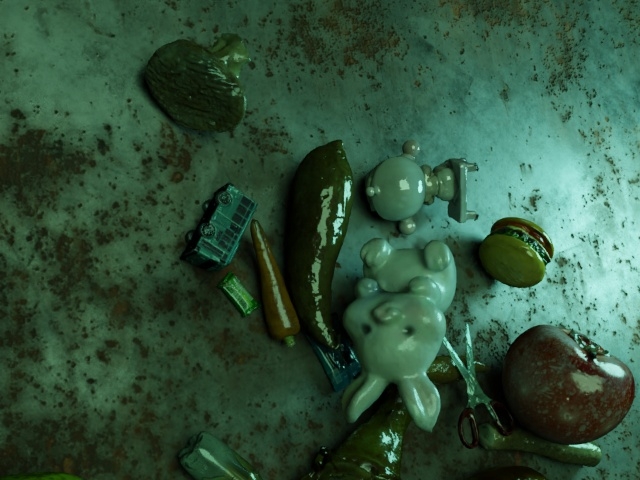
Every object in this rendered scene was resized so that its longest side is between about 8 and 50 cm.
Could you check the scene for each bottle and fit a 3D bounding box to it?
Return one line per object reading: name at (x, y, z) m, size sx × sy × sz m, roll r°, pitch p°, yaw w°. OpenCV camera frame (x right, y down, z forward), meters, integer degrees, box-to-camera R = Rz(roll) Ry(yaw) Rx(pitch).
bottle at (-0.135, 0.450, 1.798) m, size 0.270 × 0.083 × 0.083 m, roll 41°, pitch 63°, yaw -13°

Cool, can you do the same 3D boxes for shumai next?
shumai at (-0.221, -0.313, 1.923) m, size 0.210 × 0.161 × 0.153 m, roll 25°, pitch 43°, yaw 4°

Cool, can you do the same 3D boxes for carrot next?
carrot at (-0.096, 0.082, 1.910) m, size 0.061 × 0.061 × 0.256 m, roll -19°, pitch 93°, yaw -29°

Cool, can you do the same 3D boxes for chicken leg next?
chicken leg at (0.115, 0.427, 1.897) m, size 0.211 × 0.140 × 0.361 m, roll 47°, pitch 66°, yaw 0°

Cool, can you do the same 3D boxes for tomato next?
tomato at (0.500, 0.301, 2.056) m, size 0.270 × 0.270 × 0.227 m, roll 24°, pitch 103°, yaw -19°

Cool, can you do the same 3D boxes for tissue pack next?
tissue pack at (0.031, 0.220, 1.971) m, size 0.085 × 0.028 × 0.138 m, roll -29°, pitch 88°, yaw -29°

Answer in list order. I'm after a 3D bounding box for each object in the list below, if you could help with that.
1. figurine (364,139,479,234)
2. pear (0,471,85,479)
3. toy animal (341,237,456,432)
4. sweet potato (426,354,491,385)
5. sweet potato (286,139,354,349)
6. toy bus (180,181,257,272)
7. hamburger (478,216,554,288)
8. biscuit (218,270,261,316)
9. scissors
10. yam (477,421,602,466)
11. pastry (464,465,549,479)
figurine at (0.198, -0.102, 2.077) m, size 0.257 × 0.181 × 0.144 m, roll -8°, pitch 39°, yaw -21°
pear at (-0.444, 0.525, 1.479) m, size 0.391 × 0.391 × 0.391 m, roll 7°, pitch 75°, yaw -25°
toy animal at (0.155, 0.183, 1.908) m, size 0.241 × 0.196 × 0.367 m, roll 67°, pitch 30°, yaw -41°
sweet potato at (0.263, 0.268, 2.058) m, size 0.206 × 0.060 × 0.068 m, roll -4°, pitch 116°, yaw -23°
sweet potato at (-0.005, 0.002, 1.949) m, size 0.131 × 0.130 × 0.422 m, roll 11°, pitch 75°, yaw -24°
toy bus at (-0.191, -0.019, 1.888) m, size 0.092 × 0.079 × 0.160 m, roll 34°, pitch 63°, yaw -17°
hamburger at (0.421, 0.027, 2.142) m, size 0.162 × 0.162 × 0.115 m, roll 43°, pitch 58°, yaw -11°
biscuit at (-0.158, 0.104, 1.909) m, size 0.046 × 0.016 × 0.089 m, roll -43°, pitch 99°, yaw -30°
scissors at (0.309, 0.291, 2.035) m, size 0.144 × 0.017 × 0.247 m, roll -10°, pitch 78°, yaw -34°
yam at (0.466, 0.432, 2.116) m, size 0.300 × 0.066 × 0.066 m, roll 14°, pitch 72°, yaw -22°
pastry at (0.366, 0.612, 1.970) m, size 0.356 × 0.164 × 0.355 m, roll 5°, pitch 80°, yaw -29°
